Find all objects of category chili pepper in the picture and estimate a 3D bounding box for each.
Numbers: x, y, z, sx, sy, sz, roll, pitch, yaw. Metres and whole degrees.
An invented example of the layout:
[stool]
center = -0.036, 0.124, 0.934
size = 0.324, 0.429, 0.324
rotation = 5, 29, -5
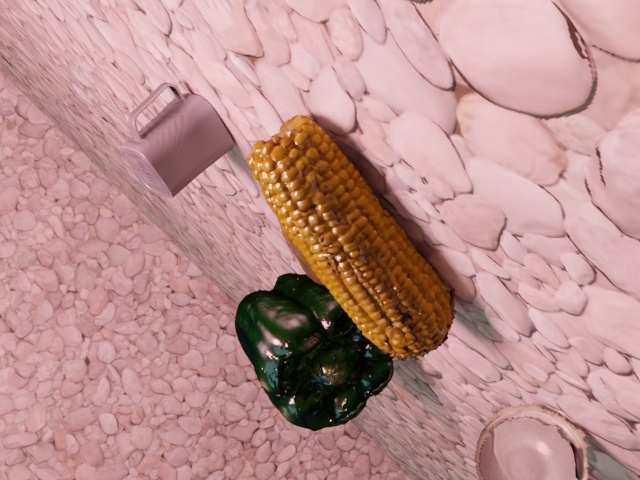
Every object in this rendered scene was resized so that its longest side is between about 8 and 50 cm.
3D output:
[chili pepper]
center = -0.018, 0.181, 1.029
size = 0.256, 0.233, 0.249
rotation = 37, 149, 52

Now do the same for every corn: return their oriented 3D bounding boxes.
[corn]
center = 0.039, 0.011, 0.634
size = 0.318, 0.115, 0.115
rotation = 51, 163, -19

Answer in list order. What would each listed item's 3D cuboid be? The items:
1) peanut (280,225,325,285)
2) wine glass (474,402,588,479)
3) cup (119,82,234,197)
[peanut]
center = 0.000, 0.000, 0.753
size = 0.093, 0.083, 0.194
rotation = 21, 154, 24
[wine glass]
center = 0.303, 0.352, 0.807
size = 0.143, 0.143, 0.321
rotation = 30, 158, 41
[cup]
center = -0.207, -0.147, 0.822
size = 0.095, 0.129, 0.128
rotation = 18, 147, 43
